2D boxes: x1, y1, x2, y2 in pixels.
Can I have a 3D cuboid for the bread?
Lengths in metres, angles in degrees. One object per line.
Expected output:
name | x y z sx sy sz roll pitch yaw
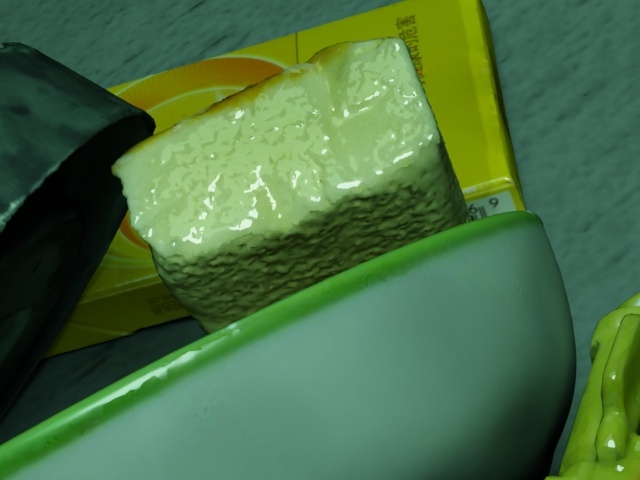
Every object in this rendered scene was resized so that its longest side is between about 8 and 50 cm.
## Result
bread | 0.000 0.001 0.787 0.125 0.188 0.068 -21 62 4

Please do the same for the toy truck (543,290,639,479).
toy truck | 0.268 0.105 0.570 0.405 0.180 0.254 -1 46 23

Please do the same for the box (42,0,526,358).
box | -0.038 -0.036 0.945 0.269 0.043 0.152 -16 44 10

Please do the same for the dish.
dish | -0.035 0.121 0.661 0.324 0.324 0.124 -29 82 -3

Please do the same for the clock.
clock | -0.178 0.061 0.748 0.061 0.312 0.312 35 64 3
